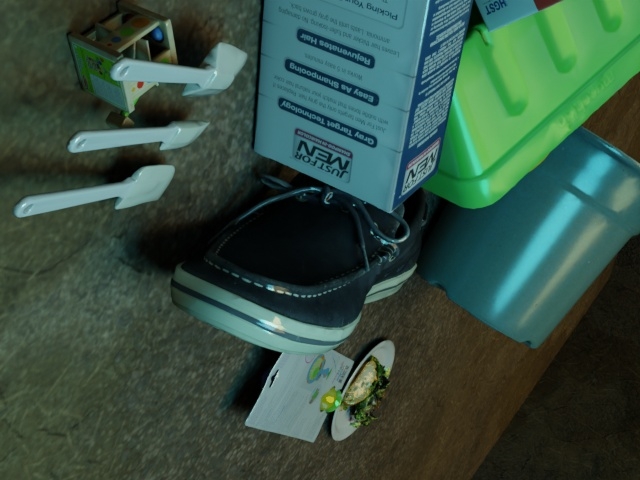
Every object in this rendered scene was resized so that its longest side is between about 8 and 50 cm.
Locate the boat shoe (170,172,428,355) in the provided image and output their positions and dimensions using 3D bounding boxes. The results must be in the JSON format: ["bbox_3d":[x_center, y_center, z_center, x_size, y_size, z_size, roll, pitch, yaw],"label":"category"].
[{"bbox_3d":[0.000,0.000,0.976,0.500,0.187,0.156,-20,131,-65],"label":"boat shoe"}]

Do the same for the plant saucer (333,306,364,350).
[{"bbox_3d":[0.025,0.101,1.305,0.168,0.029,0.168,-46,151,-35],"label":"plant saucer"}]

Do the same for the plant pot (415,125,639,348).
[{"bbox_3d":[0.350,-0.022,1.497,0.334,0.341,0.341,-58,156,7],"label":"plant pot"}]

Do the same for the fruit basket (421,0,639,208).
[{"bbox_3d":[0.227,-0.176,1.107,0.392,0.283,0.392,-17,121,-31],"label":"fruit basket"}]

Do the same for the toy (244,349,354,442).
[{"bbox_3d":[-0.037,0.201,1.247,0.137,0.056,0.237,-62,150,-6],"label":"toy"}]

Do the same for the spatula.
[{"bbox_3d":[-0.139,-0.088,0.705,0.168,0.019,0.242,-50,173,16],"label":"spatula"}]

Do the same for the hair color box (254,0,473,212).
[{"bbox_3d":[0.043,-0.218,0.841,0.105,0.174,0.347,-39,147,-44],"label":"hair color box"}]

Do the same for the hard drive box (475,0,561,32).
[{"bbox_3d":[0.187,-0.331,0.814,0.089,0.232,0.181,-29,-172,-18],"label":"hard drive box"}]

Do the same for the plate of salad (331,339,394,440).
[{"bbox_3d":[0.084,0.268,1.567,0.200,0.048,0.199,-45,150,-36],"label":"plate of salad"}]

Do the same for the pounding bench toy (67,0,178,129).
[{"bbox_3d":[-0.147,-0.133,0.696,0.065,0.052,0.083,-46,151,-33],"label":"pounding bench toy"}]
